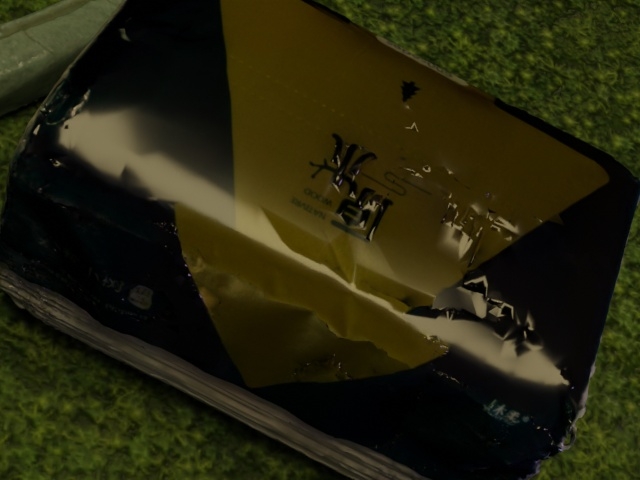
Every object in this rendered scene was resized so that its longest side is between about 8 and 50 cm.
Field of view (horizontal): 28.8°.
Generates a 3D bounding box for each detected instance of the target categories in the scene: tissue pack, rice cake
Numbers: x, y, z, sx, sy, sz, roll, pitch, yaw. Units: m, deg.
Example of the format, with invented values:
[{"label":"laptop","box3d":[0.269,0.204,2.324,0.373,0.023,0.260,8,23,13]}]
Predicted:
[{"label":"tissue pack","box3d":[0.000,0.000,0.939,0.416,0.253,0.264,29,55,-2]},{"label":"rice cake","box3d":[-0.285,-0.130,1.033,0.336,0.066,0.063,-33,66,-33]}]
